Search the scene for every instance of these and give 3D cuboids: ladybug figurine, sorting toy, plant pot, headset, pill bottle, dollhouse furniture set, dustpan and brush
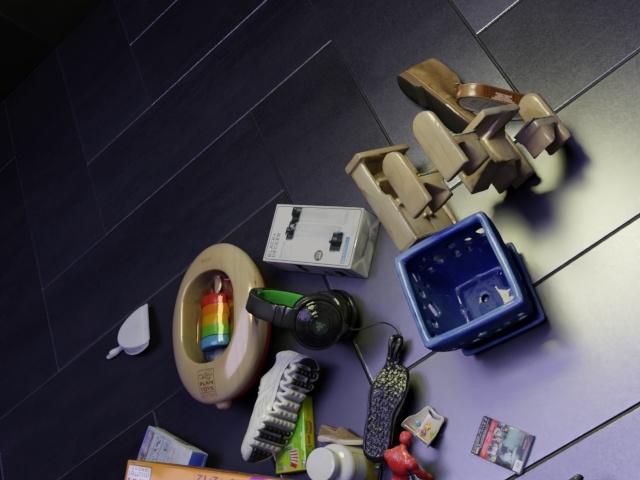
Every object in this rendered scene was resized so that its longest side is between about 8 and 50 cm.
[{"bbox_3d":[-0.250,0.231,2.159,0.305,0.162,0.448,-15,64,32],"label":"ladybug figurine"},{"bbox_3d":[0.239,0.414,1.814,0.083,0.045,0.075,35,87,40],"label":"sorting toy"},{"bbox_3d":[0.334,0.109,1.750,0.236,0.212,0.235,-31,57,24],"label":"plant pot"},{"bbox_3d":[0.005,0.215,1.953,0.395,0.243,0.185,14,96,16],"label":"headset"},{"bbox_3d":[0.050,0.513,1.817,0.103,0.184,0.103,-14,64,32],"label":"pill bottle"},{"bbox_3d":[0.269,-0.191,1.806,0.256,0.362,0.394,59,140,18],"label":"dollhouse furniture set"},{"bbox_3d":[-0.585,0.302,2.453,0.211,0.060,0.147,-29,47,17],"label":"dustpan and brush"}]

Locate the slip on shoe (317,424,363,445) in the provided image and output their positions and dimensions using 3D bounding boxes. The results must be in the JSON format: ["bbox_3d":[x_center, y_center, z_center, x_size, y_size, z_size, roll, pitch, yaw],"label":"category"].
[{"bbox_3d":[0.051,0.465,1.924,0.135,0.051,0.041,-6,72,43],"label":"slip on shoe"}]

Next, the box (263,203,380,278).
[{"bbox_3d":[0.000,0.000,2.117,0.290,0.087,0.169,5,76,37],"label":"box"}]

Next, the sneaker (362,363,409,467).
[{"bbox_3d":[0.147,0.398,1.846,0.084,0.097,0.234,13,74,21],"label":"sneaker"}]

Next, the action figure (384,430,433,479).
[{"bbox_3d":[0.190,0.545,1.777,0.092,0.139,0.280,12,102,35],"label":"action figure"}]

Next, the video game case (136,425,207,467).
[{"bbox_3d":[-0.425,0.661,2.157,0.244,0.061,0.269,9,77,50],"label":"video game case"}]

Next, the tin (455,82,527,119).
[{"bbox_3d":[0.410,-0.324,1.895,0.106,0.190,0.040,157,124,-80],"label":"tin"}]

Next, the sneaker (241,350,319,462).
[{"bbox_3d":[-0.114,0.405,1.983,0.118,0.110,0.292,18,75,46],"label":"sneaker"}]

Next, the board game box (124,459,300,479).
[{"bbox_3d":[-0.215,0.690,1.773,0.357,0.356,0.356,2,73,17],"label":"board game box"}]

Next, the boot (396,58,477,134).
[{"bbox_3d":[0.328,-0.357,2.015,0.115,0.112,0.305,-36,58,-9],"label":"boot"}]

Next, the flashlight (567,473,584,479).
[{"bbox_3d":[0.402,0.570,1.528,0.304,0.103,0.103,-42,27,15],"label":"flashlight"}]

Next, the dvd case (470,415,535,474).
[{"bbox_3d":[0.386,0.434,1.715,0.120,0.013,0.087,15,82,40],"label":"dvd case"}]

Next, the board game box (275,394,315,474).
[{"bbox_3d":[-0.065,0.483,2.003,0.092,0.043,0.181,-18,63,29],"label":"board game box"}]
